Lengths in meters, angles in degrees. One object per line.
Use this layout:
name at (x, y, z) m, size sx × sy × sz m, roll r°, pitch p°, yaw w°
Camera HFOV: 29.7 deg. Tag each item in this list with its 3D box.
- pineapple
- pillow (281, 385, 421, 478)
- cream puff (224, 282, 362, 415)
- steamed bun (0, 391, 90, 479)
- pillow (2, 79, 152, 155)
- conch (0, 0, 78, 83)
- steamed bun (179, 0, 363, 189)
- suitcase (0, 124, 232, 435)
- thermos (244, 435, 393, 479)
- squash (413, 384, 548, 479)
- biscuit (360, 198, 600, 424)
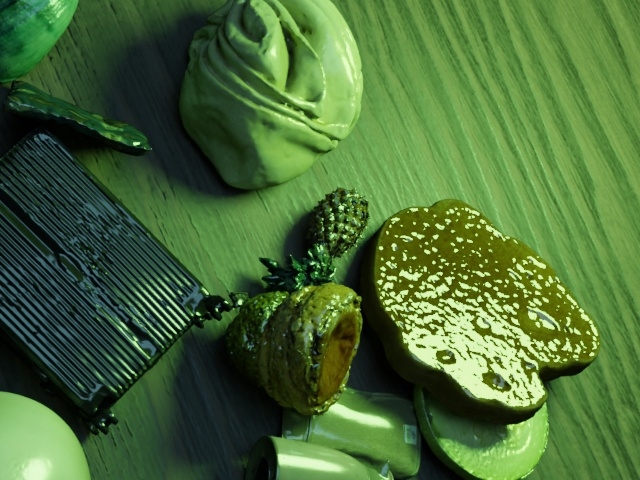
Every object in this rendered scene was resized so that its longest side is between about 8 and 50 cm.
pineapple at (0.000, 0.000, 1.749) m, size 0.103 × 0.083 × 0.221 m, roll 48°, pitch 56°, yaw -21°
pillow at (0.046, 0.259, 1.698) m, size 0.217 × 0.033 × 0.130 m, roll 13°, pitch 61°, yaw -21°
cream puff at (-0.049, 0.130, 1.628) m, size 0.169 × 0.183 × 0.183 m, roll 16°, pitch 57°, yaw 21°
steamed bun at (-0.409, 0.282, 1.289) m, size 0.324 × 0.324 × 0.206 m, roll -22°, pitch 108°, yaw -32°
pillow at (-0.317, -0.160, 1.575) m, size 0.189 × 0.255 × 0.034 m, roll 19°, pitch 95°, yaw -15°
conch at (-0.423, -0.344, 1.644) m, size 0.202 × 0.134 × 0.196 m, roll 52°, pitch 49°, yaw -2°
steamed bun at (-0.056, -0.248, 1.751) m, size 0.289 × 0.203 × 0.276 m, roll -36°, pitch 88°, yaw -34°
suitcase at (-0.313, 0.048, 1.507) m, size 0.335 × 0.152 × 0.229 m, roll 46°, pitch 71°, yaw -4°
thermos at (0.001, 0.339, 1.607) m, size 0.193 × 0.105 × 0.137 m, roll 13°, pitch 100°, yaw -25°
squash at (0.238, 0.253, 1.775) m, size 0.219 × 0.041 × 0.219 m, roll 15°, pitch 56°, yaw -24°
biscuit at (0.239, 0.106, 1.799) m, size 0.381 × 0.074 × 0.359 m, roll 25°, pitch 51°, yaw -11°
